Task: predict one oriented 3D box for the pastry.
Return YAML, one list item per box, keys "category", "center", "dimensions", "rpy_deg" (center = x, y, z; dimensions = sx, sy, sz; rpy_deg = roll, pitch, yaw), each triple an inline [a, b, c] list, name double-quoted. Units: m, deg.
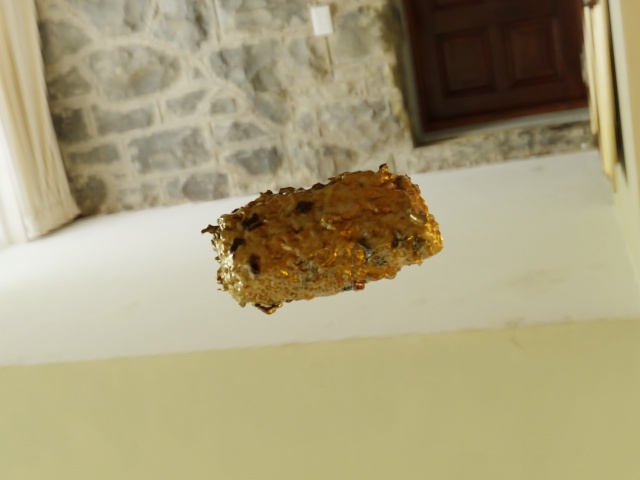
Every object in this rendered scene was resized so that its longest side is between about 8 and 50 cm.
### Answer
- category: "pastry"
  center: [0.000, 0.000, 0.558]
  dimensions: [0.140, 0.056, 0.080]
  rpy_deg: [-22, -132, 6]
